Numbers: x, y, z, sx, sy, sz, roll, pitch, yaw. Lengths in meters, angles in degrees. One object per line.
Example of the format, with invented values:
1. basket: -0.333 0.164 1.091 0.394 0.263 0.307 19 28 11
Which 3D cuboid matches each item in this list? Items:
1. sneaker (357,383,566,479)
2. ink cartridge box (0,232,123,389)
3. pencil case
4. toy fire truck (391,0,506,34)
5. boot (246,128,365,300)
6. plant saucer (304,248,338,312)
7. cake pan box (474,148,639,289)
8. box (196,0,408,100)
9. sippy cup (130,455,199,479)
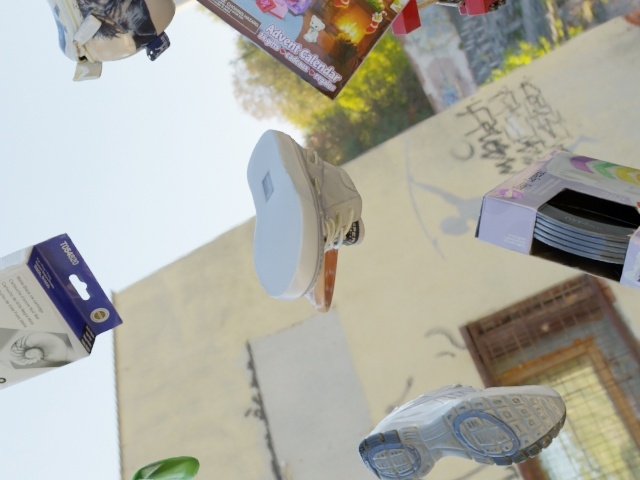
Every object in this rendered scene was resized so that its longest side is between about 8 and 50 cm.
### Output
1. sneaker: 0.189 0.239 1.067 0.111 0.297 0.129 62 -148 -15
2. ink cartridge box: -0.442 0.115 1.187 0.045 0.224 0.223 -118 7 -47
3. pencil case: -0.304 -0.392 0.904 0.410 0.160 0.183 73 -162 -50
4. toy fire truck: 0.199 -0.352 1.127 0.192 0.135 0.047 -39 -58 -40
5. boot: -0.001 -0.022 0.821 0.123 0.095 0.258 22 -147 -25
6. plant saucer: 0.000 0.000 1.084 0.200 0.037 0.200 4 -90 -83
7. cake pan box: 0.353 -0.029 0.964 0.267 0.246 0.070 -27 -53 -49
8. box: -0.043 -0.315 0.821 0.293 0.201 0.057 35 -153 -8
9. sippy cup: -0.184 0.488 1.227 0.224 0.240 0.305 5 -112 -30
